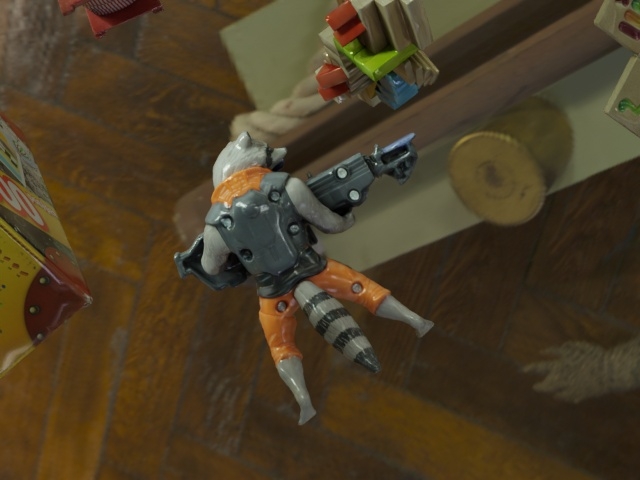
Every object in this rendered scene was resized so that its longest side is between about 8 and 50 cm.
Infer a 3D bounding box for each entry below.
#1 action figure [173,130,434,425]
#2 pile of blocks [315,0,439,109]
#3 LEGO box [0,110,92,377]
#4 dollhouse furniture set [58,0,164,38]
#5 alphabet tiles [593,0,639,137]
[{"bbox_3d":[0.000,0.000,1.530,0.341,0.178,0.330,-36,86,2],"label":"action figure"},{"bbox_3d":[0.058,-0.221,1.634,0.113,0.362,0.149,-38,79,-8],"label":"pile of blocks"},{"bbox_3d":[-0.445,-0.123,1.021,0.193,0.372,0.500,-40,124,1],"label":"LEGO box"},{"bbox_3d":[-0.212,-0.450,1.854,0.374,0.201,0.152,-23,87,6],"label":"dollhouse furniture set"},{"bbox_3d":[0.399,-0.195,1.189,0.011,0.343,0.285,26,89,57],"label":"alphabet tiles"}]
